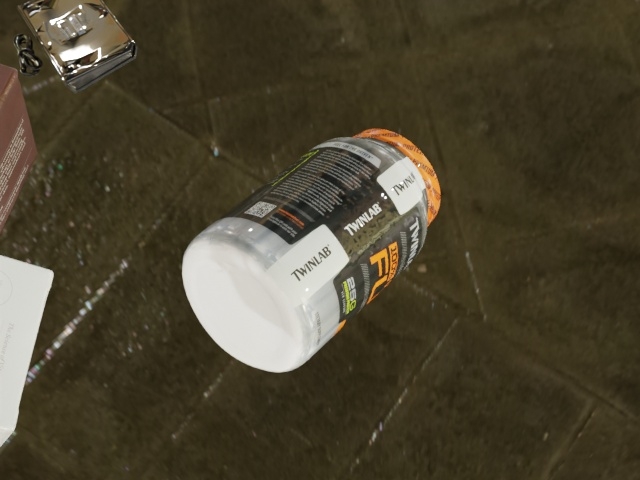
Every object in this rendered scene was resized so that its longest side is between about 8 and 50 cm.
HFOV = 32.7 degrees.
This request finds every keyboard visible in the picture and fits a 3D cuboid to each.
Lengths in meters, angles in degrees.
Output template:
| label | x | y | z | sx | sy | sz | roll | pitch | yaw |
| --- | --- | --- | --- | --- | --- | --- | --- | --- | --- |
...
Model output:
| label | x | y | z | sx | sy | sz | roll | pitch | yaw |
| --- | --- | --- | --- | --- | --- | --- | --- | --- | --- |
| keyboard | -0.257 | -0.202 | 1.094 | 0.108 | 0.023 | 0.180 | -28 | 44 | -11 |

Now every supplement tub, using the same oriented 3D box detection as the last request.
| label | x | y | z | sx | sy | sz | roll | pitch | yaw |
| --- | --- | --- | --- | --- | --- | --- | --- | --- | --- |
| supplement tub | 0.000 | 0.000 | 1.420 | 0.207 | 0.207 | 0.338 | 36 | 50 | 17 |

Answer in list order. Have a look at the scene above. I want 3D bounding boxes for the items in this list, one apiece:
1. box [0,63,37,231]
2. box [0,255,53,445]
| label | x | y | z | sx | sy | sz | roll | pitch | yaw |
| --- | --- | --- | --- | --- | --- | --- | --- | --- | --- |
| box | -0.456 | -0.110 | 1.302 | 0.167 | 0.203 | 0.168 | 18 | 64 | 2 |
| box | -0.299 | 0.070 | 0.790 | 0.170 | 0.091 | 0.130 | 19 | 58 | -21 |
